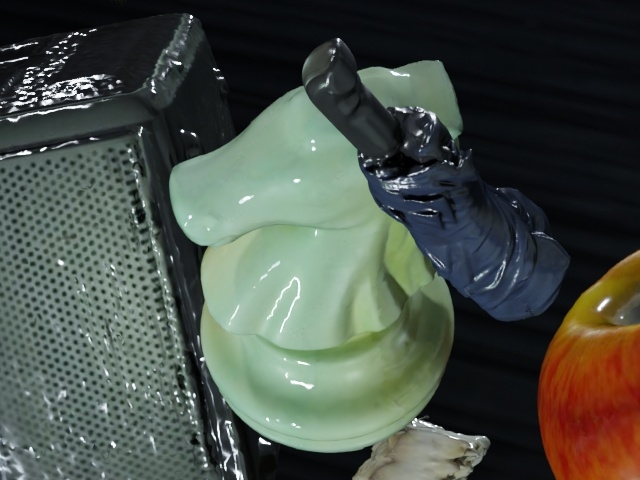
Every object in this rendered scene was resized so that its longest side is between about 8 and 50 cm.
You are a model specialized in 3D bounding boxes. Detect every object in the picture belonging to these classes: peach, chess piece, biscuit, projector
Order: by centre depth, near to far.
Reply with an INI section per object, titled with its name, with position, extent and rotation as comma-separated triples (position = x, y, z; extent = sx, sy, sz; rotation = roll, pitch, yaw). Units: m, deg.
[chess piece]
position = 0.000, 0.000, 1.191
extent = 0.298, 0.175, 0.176
rotation = 87, -158, -58
[peach]
position = 0.278, 0.131, 1.278
extent = 0.238, 0.281, 0.281
rotation = -49, -28, -32
[biscuit]
position = 0.056, 0.216, 1.550
extent = 0.179, 0.084, 0.281
rotation = -54, -8, -6
[projector]
position = -0.173, 0.031, 1.658
extent = 0.395, 0.242, 0.405
rotation = -79, -22, -73

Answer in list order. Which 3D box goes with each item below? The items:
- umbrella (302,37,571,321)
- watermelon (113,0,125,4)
[umbrella]
position = 0.057, -0.034, 1.007
extent = 0.248, 0.071, 0.071
rotation = 43, -121, -43
[watermelon]
position = -0.190, -0.336, 1.869
extent = 0.231, 0.128, 0.146
rotation = -56, 17, -24
